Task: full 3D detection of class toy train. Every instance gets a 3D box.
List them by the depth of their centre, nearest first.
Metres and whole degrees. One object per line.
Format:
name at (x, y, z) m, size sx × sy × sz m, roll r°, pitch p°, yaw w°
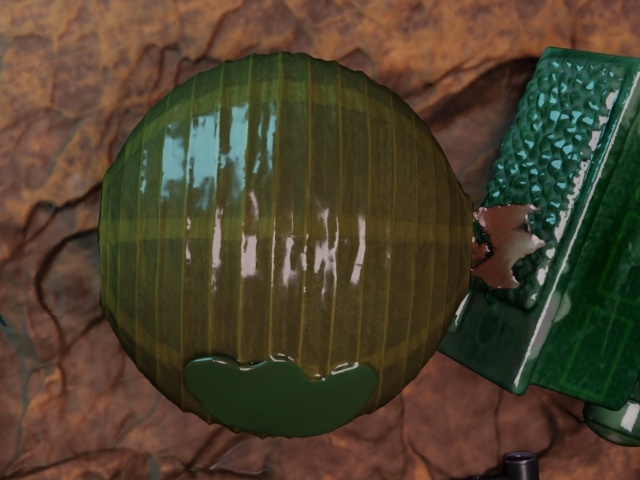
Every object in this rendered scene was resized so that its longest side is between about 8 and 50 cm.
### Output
toy train at (0.217, 0.005, 1.072) m, size 0.202 × 0.145 × 0.266 m, roll 20°, pitch 92°, yaw -23°

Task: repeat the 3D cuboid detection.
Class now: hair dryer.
hair dryer at (0.121, 0.184, 1.147) m, size 0.083 × 0.026 × 0.047 m, roll -6°, pitch 97°, yaw -6°

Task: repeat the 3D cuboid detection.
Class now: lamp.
lamp at (0.000, 0.000, 0.992) m, size 0.284 × 0.250 × 0.250 m, roll -2°, pitch 97°, yaw -2°
